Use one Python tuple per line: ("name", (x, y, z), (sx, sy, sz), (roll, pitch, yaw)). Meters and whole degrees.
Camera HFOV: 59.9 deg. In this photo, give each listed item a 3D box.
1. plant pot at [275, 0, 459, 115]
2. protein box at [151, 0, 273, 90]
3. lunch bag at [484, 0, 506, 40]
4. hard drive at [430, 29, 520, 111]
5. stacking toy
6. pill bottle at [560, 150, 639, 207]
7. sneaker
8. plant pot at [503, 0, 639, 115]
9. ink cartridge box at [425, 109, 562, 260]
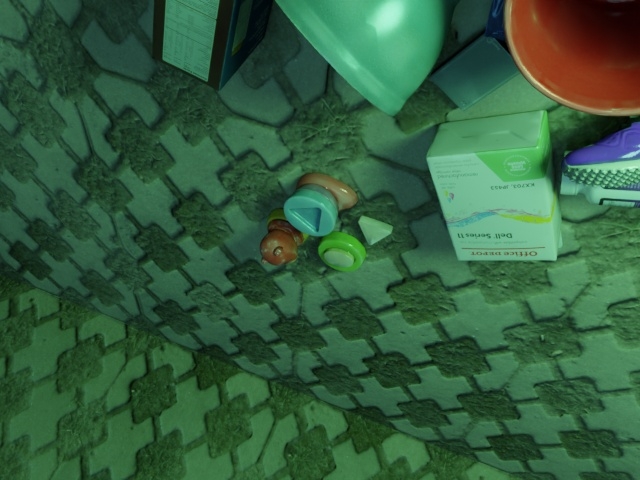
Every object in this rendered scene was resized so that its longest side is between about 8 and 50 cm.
("plant pot", (0.086, -0.362, 0.830), (0.196, 0.293, 0.293), (-40, 111, 21))
("protein box", (-0.174, -0.410, 0.949), (0.136, 0.200, 0.201), (26, 143, -1))
("lunch bag", (0.296, -0.360, 0.852), (0.065, 0.067, 0.098), (15, 140, 13))
("hard drive", (0.273, -0.297, 0.975), (0.094, 0.022, 0.135), (39, 140, -17))
("stacking toy", (0.000, 0.000, 1.390), (0.279, 0.130, 0.309), (32, 142, -7))
("pill bottle", (0.529, -0.114, 0.976), (0.193, 0.108, 0.108), (7, 139, 23))
("sneaker", (0.527, -0.176, 0.876), (0.293, 0.146, 0.102), (-10, 168, 14))
("plant pot", (0.383, -0.336, 0.688), (0.275, 0.243, 0.275), (16, 142, 13))
("ink cartridge box", (0.361, -0.069, 1.113), (0.207, 0.119, 0.353), (-2, 135, 30))
